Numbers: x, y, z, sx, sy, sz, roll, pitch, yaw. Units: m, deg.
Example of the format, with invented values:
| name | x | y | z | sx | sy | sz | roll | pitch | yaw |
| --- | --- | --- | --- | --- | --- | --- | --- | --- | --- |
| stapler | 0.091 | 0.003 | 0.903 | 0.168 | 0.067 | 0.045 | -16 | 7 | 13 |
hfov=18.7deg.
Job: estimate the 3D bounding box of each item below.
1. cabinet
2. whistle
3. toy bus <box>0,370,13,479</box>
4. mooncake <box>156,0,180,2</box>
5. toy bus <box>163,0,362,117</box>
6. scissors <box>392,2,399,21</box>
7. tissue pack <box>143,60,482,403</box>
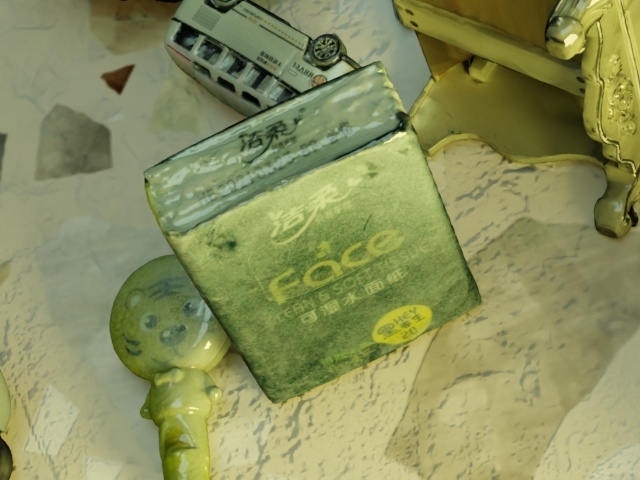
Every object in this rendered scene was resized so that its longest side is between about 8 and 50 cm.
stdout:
| name | x | y | z | sx | sy | sz | roll | pitch | yaw |
| --- | --- | --- | --- | --- | --- | --- | --- | --- | --- |
| cabinet | 0.193 | -0.225 | 1.456 | 0.227 | 0.290 | 0.318 | 23 | 71 | 26 |
| whistle | -0.107 | 0.105 | 1.500 | 0.104 | 0.057 | 0.198 | -18 | 65 | 18 |
| toy bus | -0.394 | 0.150 | 1.485 | 0.232 | 0.194 | 0.287 | 28 | 73 | 41 |
| mooncake | -0.143 | -0.363 | 1.692 | 0.324 | 0.187 | 0.324 | -7 | 57 | 12 |
| toy bus | -0.040 | -0.141 | 1.598 | 0.194 | 0.087 | 0.089 | 33 | 81 | 28 |
| scissors | 0.074 | -0.271 | 1.669 | 0.101 | 0.027 | 0.204 | -10 | 57 | 14 |
| tissue pack | 0.000 | 0.000 | 1.402 | 0.185 | 0.257 | 0.081 | -26 | 55 | 1 |
